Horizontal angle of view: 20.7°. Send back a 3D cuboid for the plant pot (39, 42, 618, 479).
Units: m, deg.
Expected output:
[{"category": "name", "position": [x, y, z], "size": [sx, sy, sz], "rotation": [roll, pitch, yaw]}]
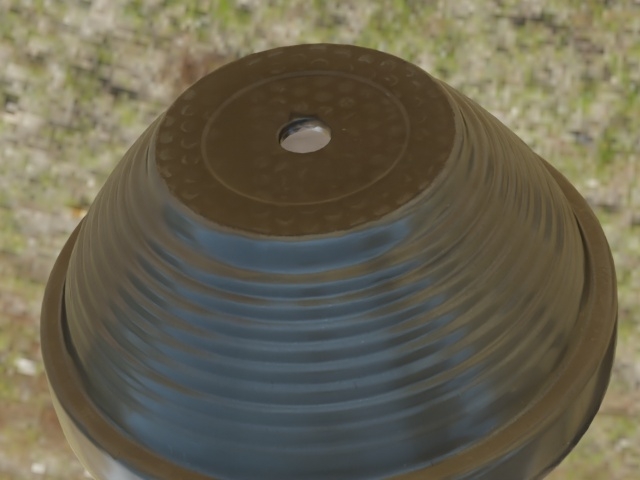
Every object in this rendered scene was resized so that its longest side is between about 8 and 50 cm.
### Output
[{"category": "plant pot", "position": [0.000, 0.000, 0.692], "size": [0.237, 0.237, 0.110], "rotation": [3, 134, 10]}]
